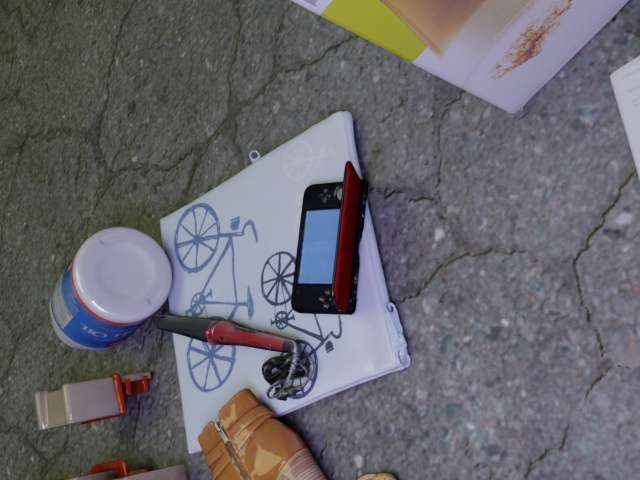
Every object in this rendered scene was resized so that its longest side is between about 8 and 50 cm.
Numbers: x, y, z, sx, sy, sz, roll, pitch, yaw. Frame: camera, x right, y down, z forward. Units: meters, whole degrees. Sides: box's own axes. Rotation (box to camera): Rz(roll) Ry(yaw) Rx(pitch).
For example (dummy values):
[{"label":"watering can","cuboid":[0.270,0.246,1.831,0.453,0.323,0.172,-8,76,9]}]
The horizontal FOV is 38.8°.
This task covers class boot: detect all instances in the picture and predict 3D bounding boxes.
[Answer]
[{"label":"boot","cuboid":[-0.091,0.272,0.978,0.197,0.073,0.152,-47,66,7]}]

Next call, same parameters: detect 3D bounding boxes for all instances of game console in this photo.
[{"label":"game console","cuboid":[0.000,0.000,0.932,0.124,0.085,0.144,-2,77,41]}]

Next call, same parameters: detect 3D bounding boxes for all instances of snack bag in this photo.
[{"label":"snack bag","cuboid":[-0.058,0.046,1.055,0.342,0.037,0.323,-29,60,34]}]

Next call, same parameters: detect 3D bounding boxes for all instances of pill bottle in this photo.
[{"label":"pill bottle","cuboid":[-0.284,0.074,1.188,0.221,0.124,0.124,143,128,-57]}]

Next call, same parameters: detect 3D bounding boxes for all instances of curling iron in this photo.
[{"label":"curling iron","cuboid":[-0.112,0.119,1.035,0.274,0.035,0.068,14,88,43]}]

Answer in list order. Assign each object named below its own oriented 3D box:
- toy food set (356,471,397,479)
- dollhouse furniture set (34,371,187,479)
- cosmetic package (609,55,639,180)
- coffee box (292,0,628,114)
[{"label":"toy food set","cuboid":[0.051,0.271,0.892,0.083,0.020,0.082,-19,66,40]},{"label":"dollhouse furniture set","cuboid":[-0.269,0.305,1.158,0.262,0.135,0.259,-19,77,41]},{"label":"cosmetic package","cuboid":[0.297,-0.027,0.658,0.085,0.117,0.231,-29,60,38]},{"label":"coffee box","cuboid":[0.120,-0.375,0.777,0.337,0.334,0.338,-46,52,25]}]
